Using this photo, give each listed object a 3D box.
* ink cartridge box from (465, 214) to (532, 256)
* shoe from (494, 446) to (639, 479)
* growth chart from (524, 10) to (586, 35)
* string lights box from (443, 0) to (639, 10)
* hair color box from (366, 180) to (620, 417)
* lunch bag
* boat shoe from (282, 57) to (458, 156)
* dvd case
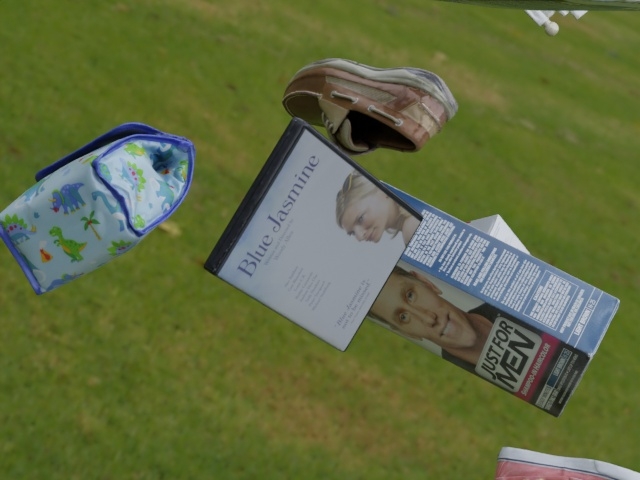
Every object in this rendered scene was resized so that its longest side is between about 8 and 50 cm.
[{"bbox_3d":[0.240,0.045,2.055,0.150,0.109,0.063,48,50,-26],"label":"ink cartridge box"},{"bbox_3d":[0.282,0.292,1.682,0.178,0.081,0.063,6,-19,25],"label":"shoe"},{"bbox_3d":[0.296,-0.345,1.668,0.172,0.237,0.021,56,-9,5],"label":"growth chart"},{"bbox_3d":[0.220,-0.248,1.325,0.133,0.077,0.259,0,8,-28],"label":"string lights box"},{"bbox_3d":[0.195,0.078,1.913,0.347,0.174,0.105,27,56,11],"label":"hair color box"},{"bbox_3d":[-0.187,-0.037,1.266,0.096,0.129,0.151,60,28,-7],"label":"lunch bag"},{"bbox_3d":[0.052,-0.190,2.170,0.324,0.116,0.123,6,-31,48],"label":"boat shoe"},{"bbox_3d":[0.000,0.000,1.554,0.022,0.180,0.253,28,-4,41],"label":"dvd case"}]
